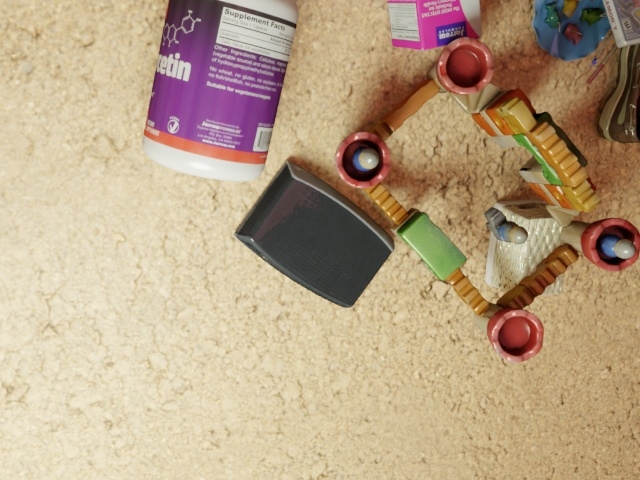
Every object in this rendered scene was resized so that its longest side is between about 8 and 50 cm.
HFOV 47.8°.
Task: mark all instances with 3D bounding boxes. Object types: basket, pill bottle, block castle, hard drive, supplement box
[{"bbox_3d":[0.389,0.016,1.350,0.113,0.103,0.167,-4,108,-20],"label":"basket"},{"bbox_3d":[-0.137,-0.256,1.023,0.181,0.181,0.323,8,103,-22],"label":"pill bottle"},{"bbox_3d":[0.264,-0.063,1.150,0.303,0.213,0.453,-42,98,0],"label":"block castle"},{"bbox_3d":[0.000,0.000,1.228,0.254,0.054,0.172,35,92,-26],"label":"hard drive"},{"bbox_3d":[0.169,-0.418,1.123,0.111,0.114,0.220,-17,114,-16],"label":"supplement box"}]

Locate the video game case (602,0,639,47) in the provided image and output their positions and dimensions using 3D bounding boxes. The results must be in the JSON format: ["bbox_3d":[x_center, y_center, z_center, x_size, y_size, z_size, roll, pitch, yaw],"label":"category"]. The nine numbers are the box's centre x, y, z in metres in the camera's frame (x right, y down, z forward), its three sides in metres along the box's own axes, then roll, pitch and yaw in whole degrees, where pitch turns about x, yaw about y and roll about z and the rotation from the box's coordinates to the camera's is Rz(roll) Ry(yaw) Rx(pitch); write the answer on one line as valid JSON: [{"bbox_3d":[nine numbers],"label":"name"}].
[{"bbox_3d":[0.572,-0.442,1.263,0.201,0.023,0.184,-17,88,-21],"label":"video game case"}]

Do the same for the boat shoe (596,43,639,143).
[{"bbox_3d":[0.601,-0.301,1.323,0.095,0.095,0.258,2,109,-33],"label":"boat shoe"}]

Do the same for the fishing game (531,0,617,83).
[{"bbox_3d":[0.457,-0.410,1.271,0.264,0.041,0.189,37,91,-29],"label":"fishing game"}]
